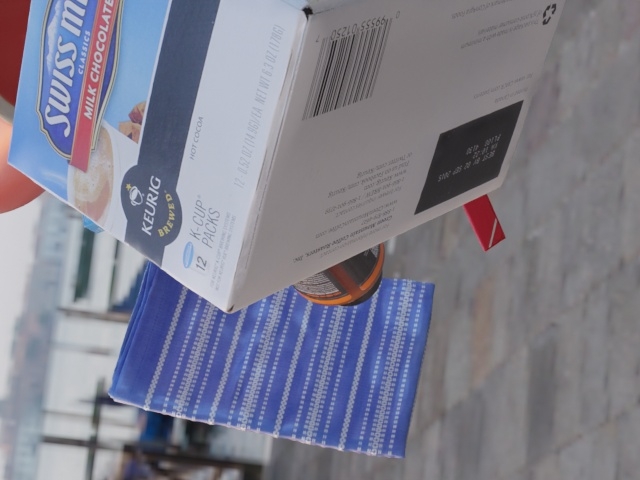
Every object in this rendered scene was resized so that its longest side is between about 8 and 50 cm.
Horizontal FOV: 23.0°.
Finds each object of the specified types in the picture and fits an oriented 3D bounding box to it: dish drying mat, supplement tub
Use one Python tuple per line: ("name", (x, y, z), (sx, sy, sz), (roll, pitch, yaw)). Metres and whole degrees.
("dish drying mat", (0.154, -0.033, 1.529), (0.008, 0.032, 0.083), (-5, 113, 59))
("supplement tub", (0.000, 0.000, 1.542), (0.198, 0.106, 0.106), (51, -141, -60))

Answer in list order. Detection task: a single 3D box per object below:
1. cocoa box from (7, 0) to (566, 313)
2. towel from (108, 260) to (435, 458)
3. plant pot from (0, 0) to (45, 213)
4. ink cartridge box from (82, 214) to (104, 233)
("cocoa box", (-0.015, -0.140, 1.138), (0.347, 0.228, 0.231), (-24, -42, -48))
("towel", (-0.050, 0.112, 1.773), (0.040, 0.336, 0.243), (94, -172, -50))
("plant pot", (-0.354, -0.181, 1.754), (0.243, 0.275, 0.275), (-20, 60, 54))
("ink cartridge box", (-0.210, -0.045, 1.658), (0.028, 0.083, 0.048), (37, -141, -61))
